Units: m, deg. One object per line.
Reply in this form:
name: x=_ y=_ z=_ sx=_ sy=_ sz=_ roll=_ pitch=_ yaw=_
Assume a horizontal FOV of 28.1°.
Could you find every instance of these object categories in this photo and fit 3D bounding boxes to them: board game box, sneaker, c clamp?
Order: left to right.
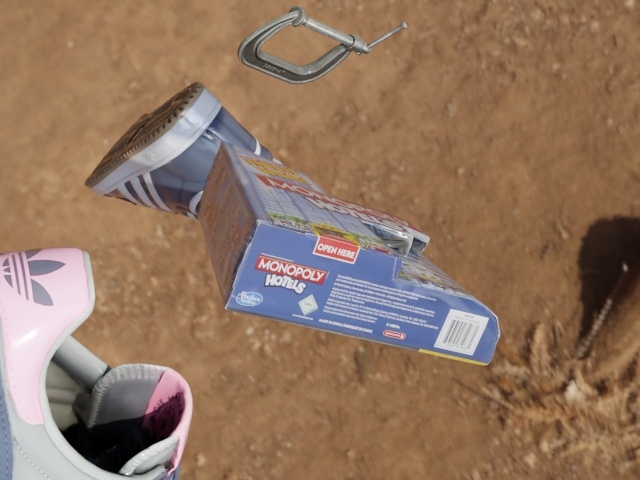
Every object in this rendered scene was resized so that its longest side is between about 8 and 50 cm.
sneaker: x=-0.103 y=0.126 z=0.591 sx=0.131 sy=0.319 sz=0.112 roll=-23 pitch=48 yaw=2
sneaker: x=-0.130 y=-0.055 z=1.270 sx=0.099 sy=0.153 sz=0.282 roll=-56 pitch=17 yaw=-22
c clamp: x=-0.007 y=-0.216 z=1.372 sx=0.137 sy=0.160 sz=0.022 roll=-34 pitch=63 yaw=34
board game box: x=0.000 y=0.000 z=0.848 sx=0.194 sy=0.194 sz=0.060 roll=44 pitch=116 yaw=57
